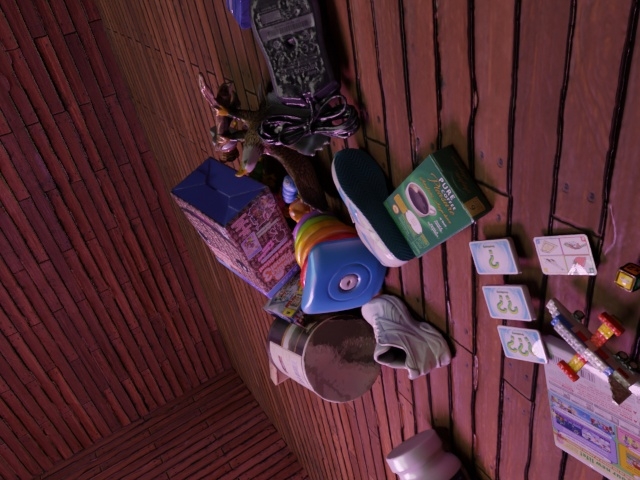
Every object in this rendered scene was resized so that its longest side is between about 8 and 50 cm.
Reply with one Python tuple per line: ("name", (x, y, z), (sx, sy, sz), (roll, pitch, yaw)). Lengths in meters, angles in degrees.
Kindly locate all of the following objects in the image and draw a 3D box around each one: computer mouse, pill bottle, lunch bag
("computer mouse", (-0.038, -0.301, 0.872), (0.189, 0.072, 0.272), (-3, 114, 21))
("pill bottle", (0.259, 0.550, 1.113), (0.264, 0.153, 0.153), (59, 158, 10))
("lunch bag", (-0.137, -0.453, 0.986), (0.065, 0.067, 0.098), (57, 159, 16))

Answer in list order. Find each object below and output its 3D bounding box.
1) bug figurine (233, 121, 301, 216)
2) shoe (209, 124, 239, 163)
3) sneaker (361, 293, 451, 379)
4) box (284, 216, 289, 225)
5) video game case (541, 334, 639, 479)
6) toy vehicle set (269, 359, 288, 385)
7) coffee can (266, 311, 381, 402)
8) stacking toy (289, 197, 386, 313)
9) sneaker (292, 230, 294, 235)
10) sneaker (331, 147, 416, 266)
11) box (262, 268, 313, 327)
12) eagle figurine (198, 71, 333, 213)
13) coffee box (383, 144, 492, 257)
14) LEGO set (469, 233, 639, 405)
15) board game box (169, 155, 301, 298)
("bug figurine", (-0.126, -0.162, 1.291), (0.279, 0.072, 0.216), (53, 157, 23))
("shoe", (-0.220, -0.222, 1.256), (0.178, 0.064, 0.081), (-129, 17, -61))
("sneaker", (0.137, 0.184, 1.022), (0.232, 0.115, 0.090), (32, 142, 53))
("box", (-0.123, -0.037, 1.470), (0.105, 0.043, 0.179), (32, 140, 52))
("video game case", (0.379, 0.236, 0.656), (0.212, 0.023, 0.193), (23, 135, 58))
("toy vehicle set", (-0.080, 0.346, 1.637), (0.035, 0.166, 0.266), (51, 155, 29))
("coffee can", (0.002, 0.273, 1.319), (0.275, 0.202, 0.201), (-4, 111, 67))
("stacking toy", (0.000, 0.000, 1.113), (0.301, 0.166, 0.175), (-125, 36, -49))
("sneaker", (-0.008, -0.009, 1.251), (0.118, 0.067, 0.042), (41, 172, -36))
("sneaker", (0.083, -0.054, 0.917), (0.228, 0.088, 0.092), (62, 161, 9))
("box", (-0.052, 0.131, 1.336), (0.044, 0.159, 0.233), (41, 165, -17))
("eagle figurine", (-0.089, -0.202, 1.064), (0.299, 0.225, 0.226), (19, -175, 17))
("coffee box", (0.167, -0.051, 0.787), (0.113, 0.041, 0.184), (59, 159, 10))
("LEGO set", (0.278, 0.085, 0.639), (0.244, 0.060, 0.182), (-6, 103, 65))
("board game box", (-0.198, -0.031, 1.315), (0.232, 0.141, 0.291), (30, 157, 37))
